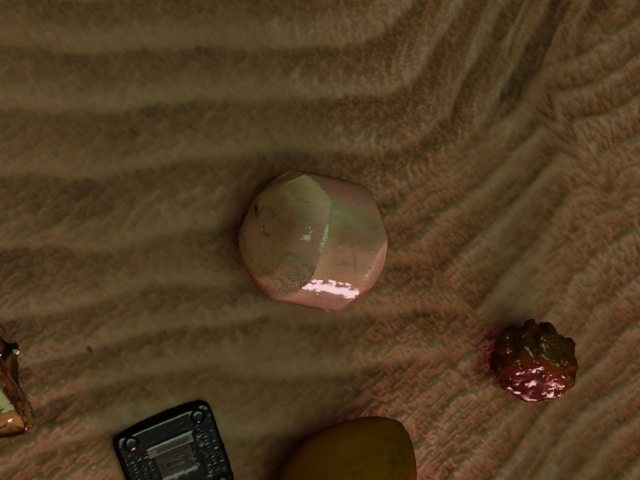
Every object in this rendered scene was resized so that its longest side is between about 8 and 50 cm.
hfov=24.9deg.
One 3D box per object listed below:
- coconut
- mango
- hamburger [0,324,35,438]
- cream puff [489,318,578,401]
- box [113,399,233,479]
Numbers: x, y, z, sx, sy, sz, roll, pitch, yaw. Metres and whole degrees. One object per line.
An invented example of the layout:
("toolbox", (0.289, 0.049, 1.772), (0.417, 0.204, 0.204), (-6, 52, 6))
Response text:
("coconut", (0.000, 0.000, 1.718), (0.183, 0.171, 0.171), (12, 94, -43))
("mango", (0.026, 0.369, 1.771), (0.211, 0.173, 0.317), (11, 87, -21))
("hamburger", (-0.412, 0.115, 1.616), (0.131, 0.124, 0.262), (-22, 100, 4))
("cream puff", (0.274, 0.152, 1.856), (0.116, 0.094, 0.122), (18, 123, 1))
("box", (-0.176, 0.270, 1.759), (0.126, 0.027, 0.125), (-22, 104, -15))
